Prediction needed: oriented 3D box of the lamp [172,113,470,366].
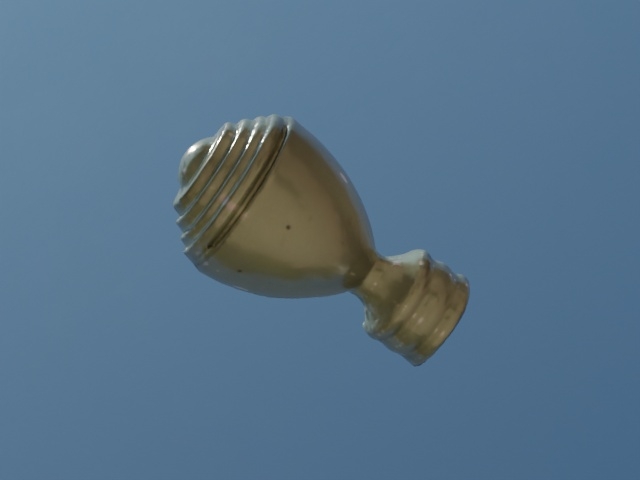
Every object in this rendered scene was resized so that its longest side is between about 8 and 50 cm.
[{"bbox_3d":[0.000,0.000,1.005,0.193,0.106,0.106,31,-102,-13],"label":"lamp"}]
